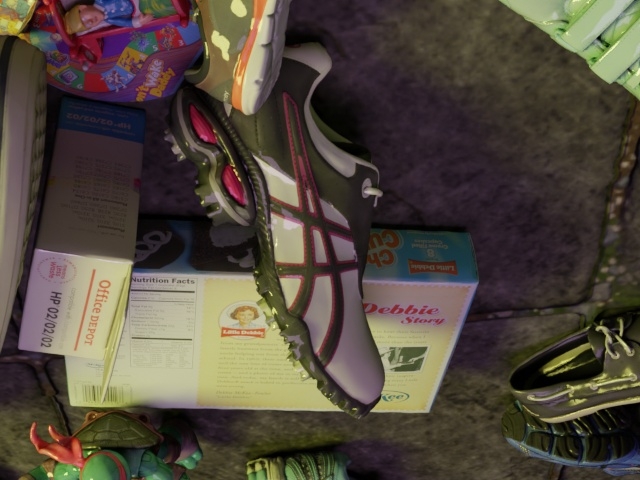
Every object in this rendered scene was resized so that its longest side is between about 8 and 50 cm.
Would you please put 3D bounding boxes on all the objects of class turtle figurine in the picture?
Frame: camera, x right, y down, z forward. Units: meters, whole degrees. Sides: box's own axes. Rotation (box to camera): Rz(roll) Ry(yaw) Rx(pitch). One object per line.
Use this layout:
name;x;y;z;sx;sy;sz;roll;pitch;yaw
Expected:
turtle figurine;-0.174;0.203;0.871;0.175;0.234;0.118;14;92;0

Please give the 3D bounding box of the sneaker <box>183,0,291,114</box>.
sneaker;-0.048;-0.153;0.586;0.065;0.061;0.158;18;111;7

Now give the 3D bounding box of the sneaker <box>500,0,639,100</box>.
sneaker;0.201;-0.115;0.597;0.256;0.151;0.094;20;134;-23

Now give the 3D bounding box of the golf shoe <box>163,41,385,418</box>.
golf shoe;0.000;0.000;0.691;0.120;0.105;0.273;-27;111;-1

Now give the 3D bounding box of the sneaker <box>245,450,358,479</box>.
sneaker;0.022;0.321;1.086;0.122;0.110;0.283;-17;136;8

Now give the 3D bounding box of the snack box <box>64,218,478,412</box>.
snack box;-0.048;0.067;0.837;0.322;0.060;0.187;3;138;-8

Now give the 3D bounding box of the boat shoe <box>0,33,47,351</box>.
boat shoe;-0.314;0.043;0.699;0.156;0.187;0.500;18;139;-27

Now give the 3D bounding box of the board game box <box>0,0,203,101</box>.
board game box;-0.128;-0.141;0.625;0.133;0.033;0.169;22;131;-26

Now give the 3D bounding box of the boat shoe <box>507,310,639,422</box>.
boat shoe;0.259;0.104;0.896;0.206;0.075;0.065;-31;134;32

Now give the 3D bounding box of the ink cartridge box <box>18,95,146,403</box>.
ink cartridge box;-0.158;0.005;0.670;0.061;0.181;0.104;9;135;-15

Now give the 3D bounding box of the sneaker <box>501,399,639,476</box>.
sneaker;0.281;0.200;1.000;0.221;0.083;0.087;9;144;-9
